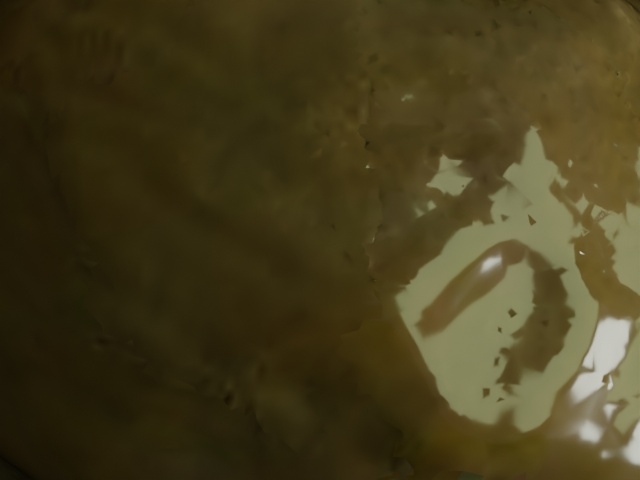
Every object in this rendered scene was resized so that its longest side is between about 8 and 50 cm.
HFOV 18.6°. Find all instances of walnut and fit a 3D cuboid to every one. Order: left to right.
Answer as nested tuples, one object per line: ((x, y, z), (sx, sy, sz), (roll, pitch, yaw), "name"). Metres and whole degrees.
((0.014, 0.005, 0.717), (0.383, 0.383, 0.384), (-7, 100, -47), "walnut")
